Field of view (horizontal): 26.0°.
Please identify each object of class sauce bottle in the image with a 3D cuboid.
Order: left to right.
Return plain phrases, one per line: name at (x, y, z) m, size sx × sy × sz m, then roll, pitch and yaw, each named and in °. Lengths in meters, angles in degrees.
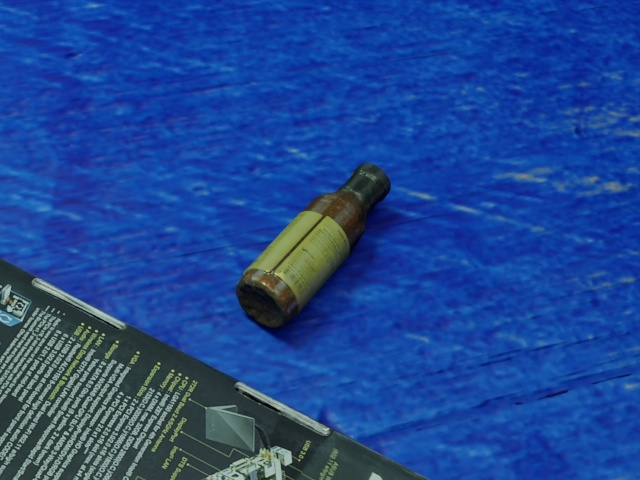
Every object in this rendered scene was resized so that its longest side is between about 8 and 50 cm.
sauce bottle at (0.000, 0.000, 0.841) m, size 0.042 × 0.042 × 0.128 m, roll 36°, pitch 55°, yaw 12°

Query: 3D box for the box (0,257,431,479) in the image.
box at (-0.157, 0.211, 0.619) m, size 0.318 × 0.097 × 0.395 m, roll 25°, pitch 53°, yaw 6°
